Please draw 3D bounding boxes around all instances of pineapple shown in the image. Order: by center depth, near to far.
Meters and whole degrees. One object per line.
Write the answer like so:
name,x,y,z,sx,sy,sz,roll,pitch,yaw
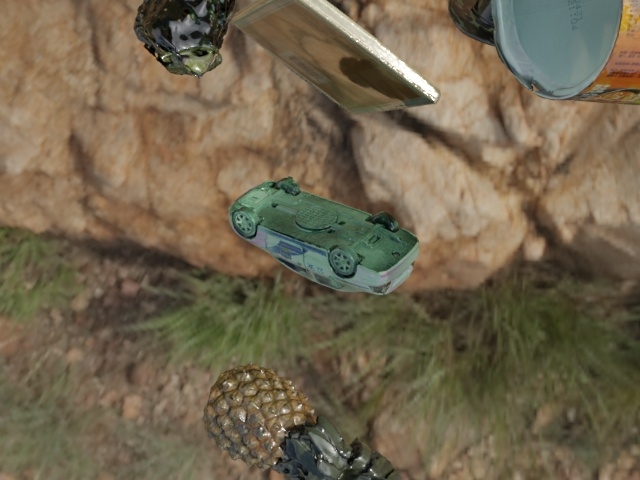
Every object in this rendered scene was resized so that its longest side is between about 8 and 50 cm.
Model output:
pineapple,-0.008,0.148,0.945,0.159,0.074,0.074,30,125,29

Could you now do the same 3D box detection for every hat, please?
hat,0.190,-0.240,1.406,0.121,0.121,0.050,17,119,-1

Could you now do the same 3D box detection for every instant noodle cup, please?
instant noodle cup,0.272,-0.213,1.189,0.182,0.230,0.230,-9,126,-31

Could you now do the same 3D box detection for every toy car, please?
toy car,0.000,0.000,1.517,0.224,0.090,0.076,21,132,30

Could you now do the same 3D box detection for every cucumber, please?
cucumber,-0.056,-0.160,0.724,0.053,0.181,0.053,13,154,6

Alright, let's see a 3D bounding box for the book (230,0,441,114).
book,0.008,-0.179,1.304,0.170,0.241,0.018,36,82,-15
